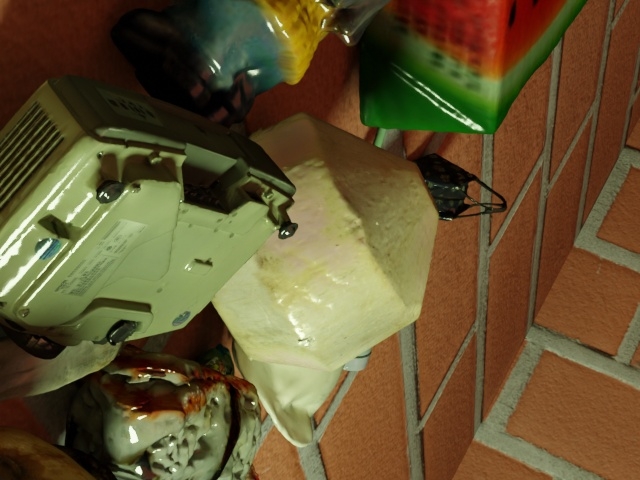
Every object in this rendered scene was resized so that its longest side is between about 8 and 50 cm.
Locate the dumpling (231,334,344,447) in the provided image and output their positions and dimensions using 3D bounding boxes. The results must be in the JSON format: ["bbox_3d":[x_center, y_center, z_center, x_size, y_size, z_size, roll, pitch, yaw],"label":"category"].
[{"bbox_3d":[-0.040,0.090,1.416,0.166,0.126,0.216,51,59,-47],"label":"dumpling"}]

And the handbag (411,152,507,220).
[{"bbox_3d":[0.181,-0.063,1.799,0.115,0.139,0.072,-24,126,-63],"label":"handbag"}]

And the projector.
[{"bbox_3d":[-0.142,-0.001,0.940,0.193,0.088,0.269,-46,157,14],"label":"projector"}]

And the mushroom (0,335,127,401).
[{"bbox_3d":[-0.218,0.088,1.011,0.202,0.054,0.059,-23,128,-57],"label":"mushroom"}]

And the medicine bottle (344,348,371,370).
[{"bbox_3d":[0.055,0.050,1.657,0.090,0.090,0.216,-28,138,-63],"label":"medicine bottle"}]

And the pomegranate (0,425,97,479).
[{"bbox_3d":[-0.236,0.254,0.866,0.252,0.229,0.270,-32,147,-59],"label":"pomegranate"}]

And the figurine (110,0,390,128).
[{"bbox_3d":[0.011,-0.214,1.025,0.332,0.204,0.185,-61,164,-16],"label":"figurine"}]

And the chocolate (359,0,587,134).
[{"bbox_3d":[0.183,-0.327,1.444,0.360,0.161,0.341,-53,154,-36],"label":"chocolate"}]

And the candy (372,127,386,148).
[{"bbox_3d":[0.056,-0.089,1.562,0.078,0.084,0.287,47,57,-74],"label":"candy"}]

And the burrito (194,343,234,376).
[{"bbox_3d":[-0.122,0.220,1.435,0.104,0.054,0.288,-43,149,-55],"label":"burrito"}]

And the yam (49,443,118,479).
[{"bbox_3d":[-0.232,0.301,1.090,0.131,0.131,0.279,-30,137,-62],"label":"yam"}]

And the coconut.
[{"bbox_3d":[0.000,0.000,1.257,0.197,0.237,0.237,-112,-142,-70],"label":"coconut"}]

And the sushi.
[{"bbox_3d":[-0.135,0.170,1.213,0.332,0.124,0.130,41,64,-71],"label":"sushi"}]
